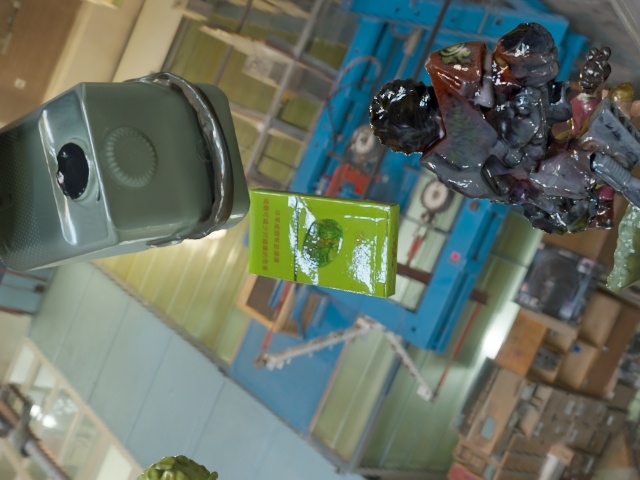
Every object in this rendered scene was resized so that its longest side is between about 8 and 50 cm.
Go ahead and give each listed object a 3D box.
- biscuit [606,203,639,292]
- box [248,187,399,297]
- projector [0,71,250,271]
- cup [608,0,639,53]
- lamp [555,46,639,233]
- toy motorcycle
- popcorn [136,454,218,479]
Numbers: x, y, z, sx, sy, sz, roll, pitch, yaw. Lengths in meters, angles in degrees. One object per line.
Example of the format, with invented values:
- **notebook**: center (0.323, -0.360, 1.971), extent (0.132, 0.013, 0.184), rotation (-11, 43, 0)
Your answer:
- **biscuit**: center (0.646, -0.058, 1.555), extent (0.078, 0.329, 0.335), rotation (44, 176, 41)
- **box**: center (0.000, 0.000, 1.711), extent (0.335, 0.187, 0.047), rotation (9, -168, 31)
- **projector**: center (-0.201, -0.066, 0.838), extent (0.243, 0.163, 0.177), rotation (-12, -179, 40)
- **cup**: center (0.541, -0.333, 1.233), extent (0.273, 0.288, 0.208), rotation (54, 150, -11)
- **lamp**: center (0.377, -0.136, 1.146), extent (0.118, 0.253, 0.118), rotation (8, -162, -2)
- **toy motorcycle**: center (0.261, -0.104, 0.910), extent (0.401, 0.207, 0.134), rotation (29, -141, -4)
- **popcorn**: center (-0.261, 0.464, 1.507), extent (0.174, 0.173, 0.142), rotation (21, 172, -28)
